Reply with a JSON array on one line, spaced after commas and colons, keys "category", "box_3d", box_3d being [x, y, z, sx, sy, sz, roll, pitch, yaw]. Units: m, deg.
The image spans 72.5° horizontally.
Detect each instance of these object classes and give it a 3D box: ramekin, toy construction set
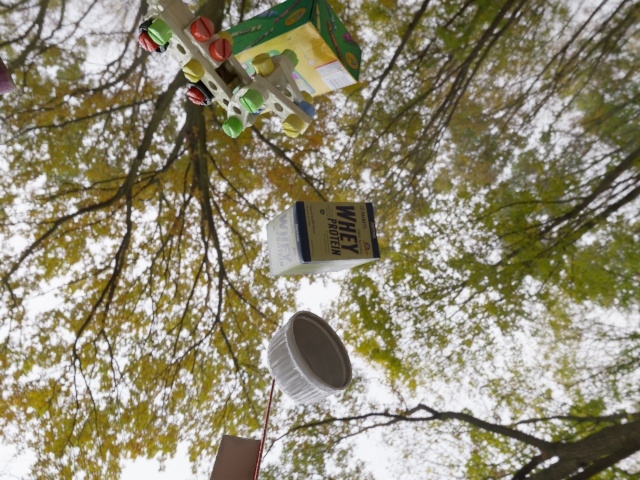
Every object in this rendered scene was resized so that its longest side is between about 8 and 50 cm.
[{"category": "ramekin", "box_3d": [-0.031, 0.281, 1.029, 0.207, 0.109, 0.207, 41, -157, -22]}, {"category": "toy construction set", "box_3d": [-0.147, -0.296, 0.648, 0.151, 0.215, 0.328, -42, -61, -29]}]

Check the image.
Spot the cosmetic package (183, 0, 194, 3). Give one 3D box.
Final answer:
[{"category": "cosmetic package", "box_3d": [-0.430, -0.600, 0.796, 0.384, 0.156, 0.217, 18, -172, 7]}]

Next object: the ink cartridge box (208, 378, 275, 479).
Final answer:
[{"category": "ink cartridge box", "box_3d": [-0.105, 0.318, 0.438, 0.060, 0.239, 0.275, 9, -151, -2]}]

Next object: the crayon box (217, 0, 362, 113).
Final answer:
[{"category": "crayon box", "box_3d": [-0.081, -0.349, 0.850, 0.165, 0.278, 0.081, 32, -120, -50]}]

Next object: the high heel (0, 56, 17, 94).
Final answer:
[{"category": "high heel", "box_3d": [-0.689, -0.347, 0.738, 0.181, 0.127, 0.377, -32, -117, -30]}]

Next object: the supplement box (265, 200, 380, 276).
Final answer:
[{"category": "supplement box", "box_3d": [0.000, 0.000, 0.431, 0.083, 0.083, 0.056, -2, -102, -28]}]
